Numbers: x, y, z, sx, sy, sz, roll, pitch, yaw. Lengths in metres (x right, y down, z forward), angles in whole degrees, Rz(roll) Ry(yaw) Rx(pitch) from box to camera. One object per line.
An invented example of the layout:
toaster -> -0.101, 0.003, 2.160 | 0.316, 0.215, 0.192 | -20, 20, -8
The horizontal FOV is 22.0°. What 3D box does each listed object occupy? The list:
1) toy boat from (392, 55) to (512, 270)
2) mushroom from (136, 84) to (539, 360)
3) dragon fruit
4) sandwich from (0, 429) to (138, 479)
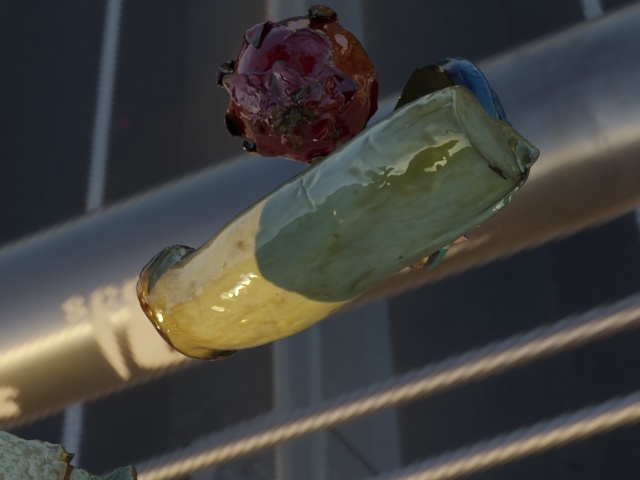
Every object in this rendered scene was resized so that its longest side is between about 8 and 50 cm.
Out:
toy boat -> 0.137, -0.083, 1.630 | 0.092, 0.299, 0.134 | -16, 70, -19
mushroom -> 0.000, 0.000, 1.095 | 0.312, 0.100, 0.081 | -29, 43, 35
dragon fruit -> -0.013, -0.129, 1.370 | 0.136, 0.166, 0.133 | 3, 94, 29
sandwich -> -0.222, 0.226, 0.954 | 0.227, 0.155, 0.198 | -52, 19, 40
